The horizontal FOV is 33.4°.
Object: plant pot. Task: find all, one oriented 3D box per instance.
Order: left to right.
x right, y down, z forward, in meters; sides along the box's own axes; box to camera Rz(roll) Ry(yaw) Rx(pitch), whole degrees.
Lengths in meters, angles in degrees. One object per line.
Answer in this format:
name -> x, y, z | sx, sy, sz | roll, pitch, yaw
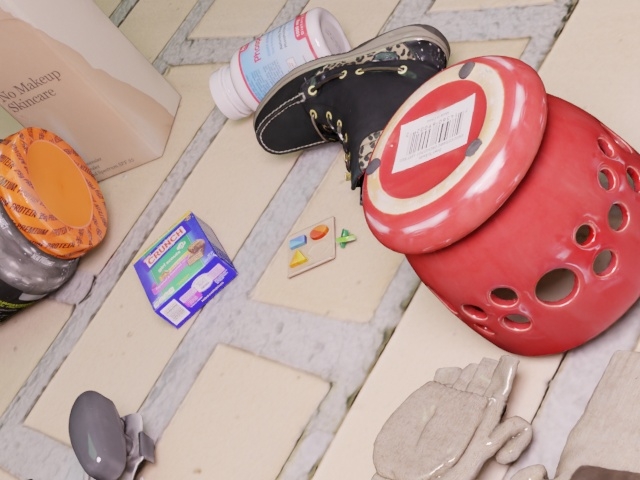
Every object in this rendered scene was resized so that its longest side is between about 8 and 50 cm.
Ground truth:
plant pot -> 0.139, -0.029, 0.815 | 0.191, 0.174, 0.191 | -35, 37, 32

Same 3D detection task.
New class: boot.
boot -> 0.025, -0.106, 1.075 | 0.236, 0.085, 0.178 | -23, 44, 27

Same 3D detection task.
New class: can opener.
can opener -> -0.195, 0.257, 0.934 | 0.076, 0.095, 0.283 | -32, 38, 17

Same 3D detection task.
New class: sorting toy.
sorting toy -> 0.000, 0.000, 1.071 | 0.083, 0.012, 0.062 | -24, 40, 25

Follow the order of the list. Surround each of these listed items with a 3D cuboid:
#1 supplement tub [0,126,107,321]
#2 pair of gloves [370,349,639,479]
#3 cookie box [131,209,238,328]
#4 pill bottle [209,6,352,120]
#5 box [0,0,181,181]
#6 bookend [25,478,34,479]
supplement tub -> -0.443, 0.010, 1.313 | 0.338, 0.207, 0.207 | -28, 40, 20
pair of gloves -> 0.138, 0.164, 0.747 | 0.240, 0.042, 0.204 | -3, 45, 41
cookie box -> -0.149, 0.030, 1.158 | 0.092, 0.040, 0.107 | -42, 36, 3
pill bottle -> -0.048, -0.202, 1.249 | 0.160, 0.087, 0.087 | -23, 42, 26
box -> -0.335, -0.226, 1.353 | 0.148, 0.311, 0.121 | -18, 44, 30
bookend -> -0.317, 0.325, 0.985 | 0.072, 0.156, 0.157 | 10, 106, 47
